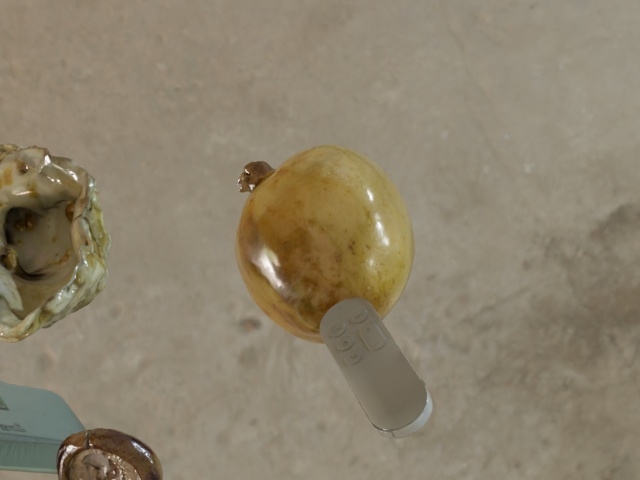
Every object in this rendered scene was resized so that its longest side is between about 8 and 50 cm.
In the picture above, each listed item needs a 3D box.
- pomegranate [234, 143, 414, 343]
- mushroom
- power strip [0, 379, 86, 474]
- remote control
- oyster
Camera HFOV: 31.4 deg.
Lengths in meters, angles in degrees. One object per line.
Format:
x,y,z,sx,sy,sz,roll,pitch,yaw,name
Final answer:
0.010,0.011,1.665,0.307,0.307,0.307,2,58,-3,pomegranate
-0.233,0.256,1.260,0.123,0.123,0.052,17,23,6,mushroom
-0.418,0.201,1.380,0.193,0.265,0.059,43,104,37,power strip
0.064,0.147,1.366,0.077,0.022,0.245,-33,36,1,remote control
-0.286,0.000,1.118,0.166,0.110,0.341,-40,33,-15,oyster
